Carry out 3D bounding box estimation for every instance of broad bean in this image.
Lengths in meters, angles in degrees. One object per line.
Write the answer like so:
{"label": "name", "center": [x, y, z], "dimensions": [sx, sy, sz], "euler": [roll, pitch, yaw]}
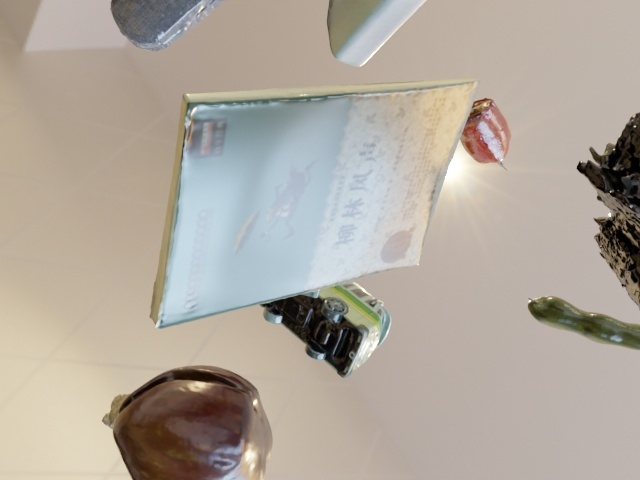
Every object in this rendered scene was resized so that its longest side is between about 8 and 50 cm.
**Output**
{"label": "broad bean", "center": [0.417, 0.125, 1.090], "dimensions": [0.256, 0.052, 0.052], "euler": [13, -55, 11]}

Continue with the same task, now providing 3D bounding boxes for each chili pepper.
{"label": "chili pepper", "center": [0.309, -0.185, 1.430], "dimensions": [0.086, 0.192, 0.084], "euler": [28, -103, 46]}

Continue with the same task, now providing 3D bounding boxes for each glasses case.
{"label": "glasses case", "center": [-0.159, -0.367, 1.032], "dimensions": [0.282, 0.067, 0.109], "euler": [-40, -103, 8]}

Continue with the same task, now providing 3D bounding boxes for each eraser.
{"label": "eraser", "center": [0.110, -0.449, 1.364], "dimensions": [0.290, 0.104, 0.189], "euler": [151, -47, -65]}

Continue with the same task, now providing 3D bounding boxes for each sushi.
{"label": "sushi", "center": [0.281, -0.030, 0.621], "dimensions": [0.115, 0.147, 0.212], "euler": [-114, -170, -48]}

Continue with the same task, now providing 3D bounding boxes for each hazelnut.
{"label": "hazelnut", "center": [-0.177, 0.283, 1.071], "dimensions": [0.218, 0.218, 0.234], "euler": [43, -16, 25]}

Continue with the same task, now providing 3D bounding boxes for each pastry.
{"label": "pastry", "center": [-0.348, 0.359, 1.579], "dimensions": [0.121, 0.089, 0.258], "euler": [37, -30, -23]}

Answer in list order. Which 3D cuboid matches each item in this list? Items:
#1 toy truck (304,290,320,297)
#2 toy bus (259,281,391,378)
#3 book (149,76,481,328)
{"label": "toy truck", "center": [0.000, 0.000, 1.236], "dimensions": [0.108, 0.257, 0.140], "euler": [12, -81, 6]}
{"label": "toy bus", "center": [0.011, 0.137, 1.592], "dimensions": [0.276, 0.165, 0.133], "euler": [38, -56, 26]}
{"label": "book", "center": [0.001, -0.049, 0.846], "dimensions": [0.031, 0.379, 0.264], "euler": [43, -48, 38]}
